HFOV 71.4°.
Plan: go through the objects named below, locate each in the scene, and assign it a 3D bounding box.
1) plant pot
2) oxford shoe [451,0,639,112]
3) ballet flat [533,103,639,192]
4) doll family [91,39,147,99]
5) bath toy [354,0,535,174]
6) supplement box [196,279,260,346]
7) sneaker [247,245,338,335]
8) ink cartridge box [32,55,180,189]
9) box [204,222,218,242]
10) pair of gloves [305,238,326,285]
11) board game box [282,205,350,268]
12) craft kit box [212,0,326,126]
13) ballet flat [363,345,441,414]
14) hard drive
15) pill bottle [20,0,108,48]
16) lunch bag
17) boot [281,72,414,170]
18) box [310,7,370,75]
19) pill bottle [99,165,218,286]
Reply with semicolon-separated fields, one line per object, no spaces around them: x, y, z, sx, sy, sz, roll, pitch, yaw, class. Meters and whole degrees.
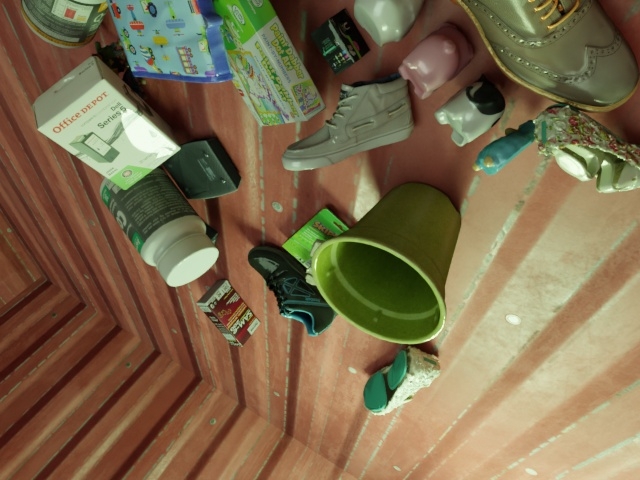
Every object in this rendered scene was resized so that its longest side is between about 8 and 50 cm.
0.161;0.022;0.912;0.276;0.254;0.276;22;141;19;plant pot
0.264;-0.293;0.557;0.364;0.132;0.130;39;107;-3;oxford shoe
0.405;-0.114;0.649;0.241;0.077;0.091;21;168;-13;ballet flat
-0.525;-0.410;1.145;0.076;0.111;0.193;0;130;40;doll family
0.198;-0.268;0.684;0.348;0.129;0.151;49;-174;-8;bath toy
-0.351;0.282;1.721;0.073;0.130;0.239;-7;125;43;supplement box
-0.096;0.148;1.357;0.341;0.139;0.125;37;145;4;sneaker
-0.526;-0.283;1.117;0.114;0.198;0.273;59;-174;33;ink cartridge box
-0.442;0.035;1.511;0.093;0.156;0.158;36;143;2;box
0.065;0.081;1.209;0.204;0.042;0.240;16;145;3;pair of gloves
0.000;0.000;1.206;0.124;0.039;0.259;42;146;-8;board game box
-0.121;-0.342;0.853;0.249;0.061;0.247;57;161;-24;craft kit box
0.258;0.461;1.412;0.147;0.147;0.409;33;144;7;ballet flat
-0.339;-0.202;1.258;0.255;0.054;0.172;-3;127;43;hard drive
-0.537;-0.554;0.960;0.278;0.162;0.162;-16;118;48;pill bottle
-0.274;-0.418;0.828;0.293;0.138;0.220;29;140;41;lunch bag
0.042;-0.220;0.800;0.095;0.258;0.123;-125;17;-55;boot
0.035;-0.348;0.784;0.052;0.062;0.083;-17;118;47;box
-0.476;-0.054;1.328;0.361;0.204;0.204;49;146;16;pill bottle
